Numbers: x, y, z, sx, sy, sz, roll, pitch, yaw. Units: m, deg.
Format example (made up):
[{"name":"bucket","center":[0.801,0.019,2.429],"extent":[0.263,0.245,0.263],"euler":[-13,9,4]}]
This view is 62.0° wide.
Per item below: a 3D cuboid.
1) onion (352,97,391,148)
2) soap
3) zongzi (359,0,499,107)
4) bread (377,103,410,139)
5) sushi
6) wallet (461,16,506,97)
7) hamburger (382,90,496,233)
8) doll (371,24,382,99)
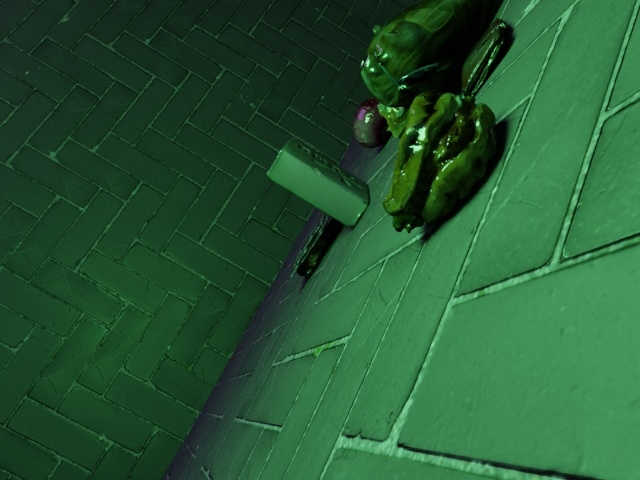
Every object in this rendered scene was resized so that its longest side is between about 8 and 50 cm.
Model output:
[{"name":"onion","center":[0.191,-0.409,1.858],"extent":[0.177,0.153,0.177],"euler":[16,-90,-87]},{"name":"soap","center":[-0.002,-0.177,1.591],"extent":[0.107,0.296,0.285],"euler":[-57,8,18]},{"name":"zongzi","center":[0.284,-0.486,1.212],"extent":[0.432,0.208,0.403],"euler":[-40,5,21]},{"name":"bread","center":[0.258,-0.376,1.540],"extent":[0.152,0.127,0.147],"euler":[-20,20,20]},{"name":"sushi","center":[0.000,0.000,1.825],"extent":[0.294,0.059,0.292],"euler":[-57,7,20]},{"name":"wallet","center":[0.332,-0.384,1.089],"extent":[0.137,0.031,0.255],"euler":[-60,3,32]},{"name":"hamburger","center":[0.161,-0.124,0.787],"extent":[0.183,0.130,0.206],"euler":[-61,3,-41]},{"name":"doll","center":[0.315,-0.662,2.028],"extent":[0.382,0.252,0.379],"euler":[-66,-23,-68]}]
